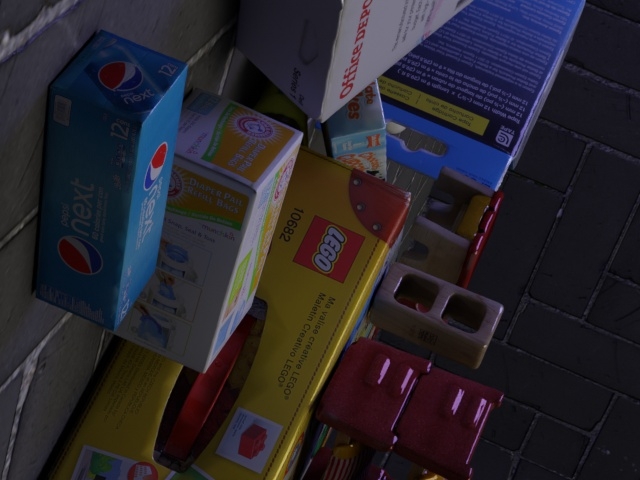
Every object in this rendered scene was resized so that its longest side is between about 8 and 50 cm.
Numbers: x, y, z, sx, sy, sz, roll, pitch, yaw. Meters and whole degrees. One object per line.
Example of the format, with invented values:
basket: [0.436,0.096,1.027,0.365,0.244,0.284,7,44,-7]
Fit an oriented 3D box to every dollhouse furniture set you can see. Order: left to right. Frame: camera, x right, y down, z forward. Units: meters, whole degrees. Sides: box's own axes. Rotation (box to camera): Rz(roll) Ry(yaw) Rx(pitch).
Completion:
dollhouse furniture set: [0.112,0.132,1.571,0.201,0.152,0.374,105,11,-47]

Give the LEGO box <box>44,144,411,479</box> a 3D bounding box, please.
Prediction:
LEGO box: [-0.106,0.193,1.573,0.372,0.193,0.500,95,19,-68]

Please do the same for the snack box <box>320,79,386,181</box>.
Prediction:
snack box: [0.025,-0.151,1.615,0.322,0.060,0.187,78,0,-77]

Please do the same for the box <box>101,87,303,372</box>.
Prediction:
box: [-0.102,-0.009,1.329,0.114,0.103,0.203,-56,168,-53]

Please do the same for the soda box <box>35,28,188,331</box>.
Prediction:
soda box: [-0.146,-0.037,1.072,0.210,0.067,0.071,106,10,-46]

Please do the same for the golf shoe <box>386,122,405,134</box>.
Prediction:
golf shoe: [0.155,-0.245,2.369,0.273,0.120,0.105,106,9,-52]

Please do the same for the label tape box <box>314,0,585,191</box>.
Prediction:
label tape box: [0.168,-0.210,2.048,0.115,0.249,0.347,98,17,-64]

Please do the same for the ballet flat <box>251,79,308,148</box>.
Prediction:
ballet flat: [-0.039,-0.100,1.643,0.231,0.077,0.077,94,4,-63]

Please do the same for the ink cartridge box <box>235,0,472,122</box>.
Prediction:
ink cartridge box: [0.064,-0.262,1.357,0.278,0.117,0.201,-41,163,-25]
